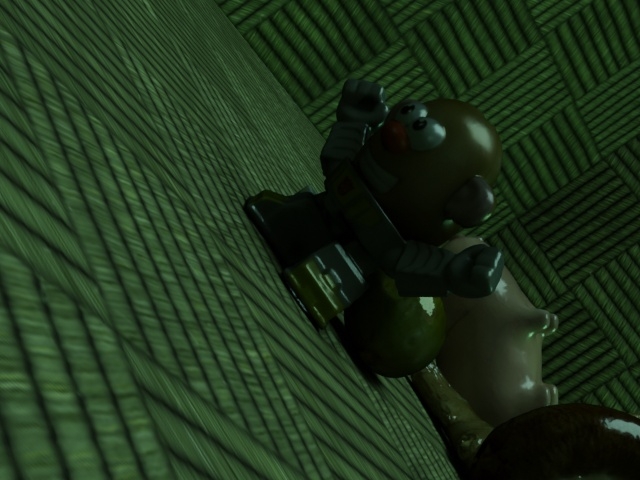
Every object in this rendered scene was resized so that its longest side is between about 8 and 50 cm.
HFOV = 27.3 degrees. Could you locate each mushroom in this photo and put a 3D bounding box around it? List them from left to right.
[{"bbox_3d":[0.295,0.314,1.414,0.254,0.267,0.267,59,7,34],"label":"mushroom"}]

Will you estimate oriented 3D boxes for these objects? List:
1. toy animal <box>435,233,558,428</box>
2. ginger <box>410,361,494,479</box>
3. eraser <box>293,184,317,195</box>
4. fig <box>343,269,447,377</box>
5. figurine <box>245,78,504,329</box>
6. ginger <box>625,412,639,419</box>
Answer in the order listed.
[{"bbox_3d":[0.234,0.149,2.044,0.237,0.269,0.326,39,49,-68],"label":"toy animal"},{"bbox_3d":[0.200,0.259,1.801,0.131,0.086,0.294,34,12,-48],"label":"ginger"},{"bbox_3d":[0.000,0.000,1.736,0.095,0.052,0.225,55,6,-15],"label":"eraser"},{"bbox_3d":[0.090,0.095,1.571,0.136,0.120,0.153,60,-2,-4],"label":"fig"},{"bbox_3d":[0.076,-0.048,1.488,0.342,0.285,0.167,59,5,19],"label":"figurine"},{"bbox_3d":[0.392,0.345,1.898,0.126,0.190,0.354,33,-16,11],"label":"ginger"}]
